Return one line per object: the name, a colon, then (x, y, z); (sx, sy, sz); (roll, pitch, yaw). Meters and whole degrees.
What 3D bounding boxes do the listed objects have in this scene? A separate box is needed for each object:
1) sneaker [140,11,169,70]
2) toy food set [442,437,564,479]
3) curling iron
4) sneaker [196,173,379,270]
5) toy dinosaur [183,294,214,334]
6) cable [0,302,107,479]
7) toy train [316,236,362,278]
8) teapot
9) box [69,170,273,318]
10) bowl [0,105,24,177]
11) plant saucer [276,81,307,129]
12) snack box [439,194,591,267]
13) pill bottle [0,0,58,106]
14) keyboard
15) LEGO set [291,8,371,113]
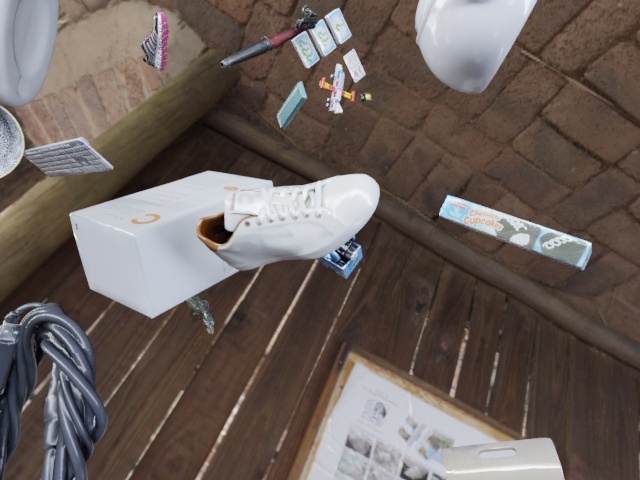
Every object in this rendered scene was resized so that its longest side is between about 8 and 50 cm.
sneaker: (-0.502, -0.599, 1.379); (0.075, 0.063, 0.170); (16, 129, -4)
toy food set: (0.391, 0.570, 0.950); (0.220, 0.092, 0.305); (-12, 95, 12)
curling iron: (-0.112, -0.454, 1.033); (0.035, 0.274, 0.068); (49, 159, 12)
sneaker: (-0.061, -0.033, 0.656); (0.290, 0.105, 0.123); (-21, 141, 29)
toy dinosaur: (-0.388, 0.164, 1.341); (0.268, 0.064, 0.118); (43, 164, 5)
cable: (-0.201, 0.138, 0.318); (0.151, 0.184, 0.047); (9, 172, 36)
toy train: (0.000, 0.000, 0.947); (0.184, 0.080, 0.105); (30, 160, 23)
teapot: (0.243, -0.388, 0.781); (0.187, 0.252, 0.256); (27, 143, 6)
box: (-0.283, -0.015, 0.957); (0.215, 0.345, 0.168); (14, 118, 34)
bowl: (-0.660, -0.200, 0.866); (0.080, 0.170, 0.170); (41, 159, 46)
plant saucer: (-0.102, -0.457, 1.569); (0.192, 0.018, 0.067); (-39, 64, 55)
snack box: (0.463, -0.019, 1.096); (0.322, 0.060, 0.187); (25, -173, 31)
pill bottle: (-0.421, -0.241, 0.424); (0.283, 0.161, 0.161); (12, 147, -17)
keyboard: (-0.479, -0.150, 0.859); (0.256, 0.014, 0.072); (2, 139, 38)
LEGO set: (0.054, -0.447, 1.189); (0.060, 0.182, 0.244); (8, 136, 51)
